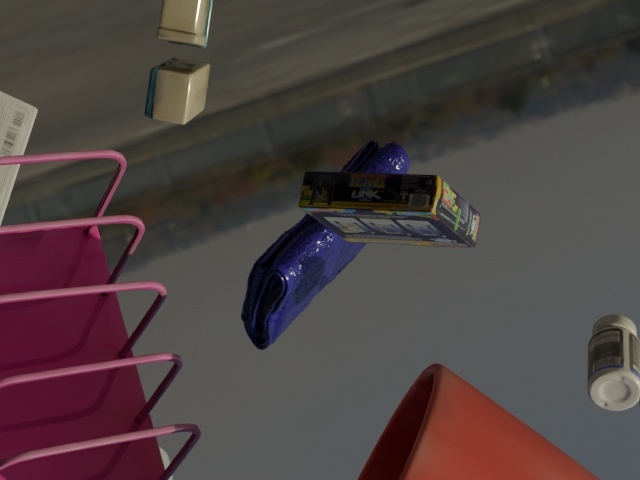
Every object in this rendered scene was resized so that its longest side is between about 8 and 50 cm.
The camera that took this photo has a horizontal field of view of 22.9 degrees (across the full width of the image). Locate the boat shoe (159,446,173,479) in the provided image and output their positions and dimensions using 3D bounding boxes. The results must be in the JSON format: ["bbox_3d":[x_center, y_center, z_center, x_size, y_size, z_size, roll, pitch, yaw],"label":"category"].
[{"bbox_3d":[-0.255,0.274,1.820,0.119,0.121,0.335,3,149,13],"label":"boat shoe"}]

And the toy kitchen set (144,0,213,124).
[{"bbox_3d":[-0.194,-0.240,1.621,0.166,0.207,0.122,10,-168,3],"label":"toy kitchen set"}]

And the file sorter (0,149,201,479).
[{"bbox_3d":[-0.244,0.086,1.405,0.202,0.291,0.182,-7,155,-26],"label":"file sorter"}]

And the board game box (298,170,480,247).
[{"bbox_3d":[0.082,-0.036,1.835,0.170,0.048,0.141,3,166,27],"label":"board game box"}]

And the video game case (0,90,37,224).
[{"bbox_3d":[-0.502,-0.114,2.104,0.206,0.227,0.026,25,162,-30],"label":"video game case"}]

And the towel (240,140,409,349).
[{"bbox_3d":[0.000,0.000,2.303,0.308,0.076,0.228,-45,168,-30],"label":"towel"}]

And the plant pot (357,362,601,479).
[{"bbox_3d":[0.145,0.280,1.376,0.275,0.243,0.275,-62,-179,2],"label":"plant pot"}]

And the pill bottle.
[{"bbox_3d":[0.424,0.173,2.275,0.078,0.078,0.137,-16,-149,21],"label":"pill bottle"}]
